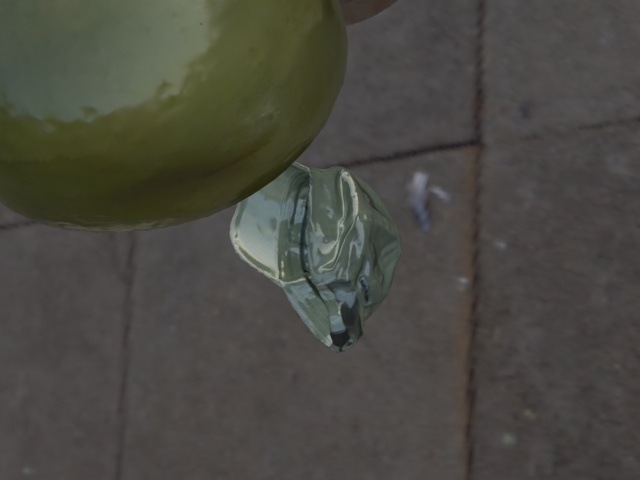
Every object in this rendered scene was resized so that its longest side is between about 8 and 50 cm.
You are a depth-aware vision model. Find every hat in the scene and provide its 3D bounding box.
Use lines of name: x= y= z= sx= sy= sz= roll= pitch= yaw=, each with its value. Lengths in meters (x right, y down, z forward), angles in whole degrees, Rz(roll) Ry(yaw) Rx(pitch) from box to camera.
hat: x=-0.007 y=-0.001 z=1.358 sx=0.166 sy=0.081 sz=0.122 roll=30 pitch=117 yaw=39

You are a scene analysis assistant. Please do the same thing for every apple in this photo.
apple: x=-0.131 y=-0.141 z=1.137 sx=0.258 sy=0.233 sz=0.295 roll=-31 pitch=103 yaw=-1

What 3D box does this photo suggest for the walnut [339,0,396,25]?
walnut: x=-0.032 y=-0.300 z=1.625 sx=0.141 sy=0.204 sz=0.238 roll=-38 pitch=43 yaw=21
